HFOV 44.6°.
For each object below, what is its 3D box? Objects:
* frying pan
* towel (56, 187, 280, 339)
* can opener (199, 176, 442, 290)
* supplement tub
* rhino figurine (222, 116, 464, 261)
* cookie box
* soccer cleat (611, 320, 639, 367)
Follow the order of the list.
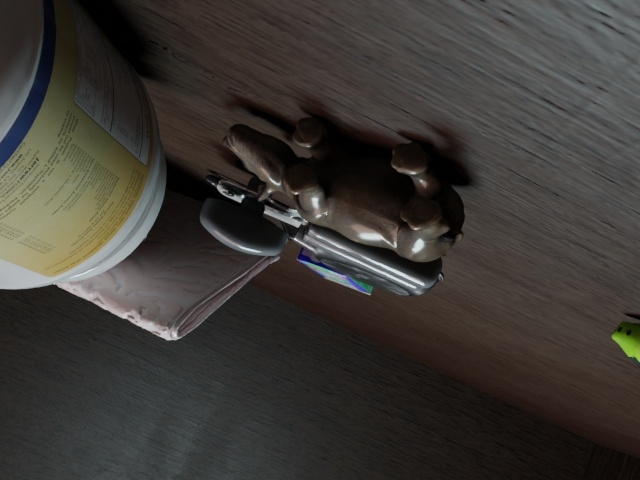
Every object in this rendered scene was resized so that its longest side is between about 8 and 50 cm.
[{"bbox_3d":[0.016,0.003,1.017,0.326,0.053,0.197,25,171,-28],"label":"frying pan"},{"bbox_3d":[-0.265,0.014,1.209,0.332,0.053,0.317,21,-150,21],"label":"towel"},{"bbox_3d":[0.001,-0.001,0.905,0.280,0.093,0.074,20,171,-6],"label":"can opener"},{"bbox_3d":[-0.252,-0.088,0.568,0.228,0.228,0.316,23,171,11],"label":"supplement tub"},{"bbox_3d":[0.009,-0.046,0.637,0.243,0.073,0.106,21,168,31],"label":"rhino figurine"},{"bbox_3d":[0.029,0.040,1.211,0.092,0.040,0.107,18,170,30],"label":"cookie box"},{"bbox_3d":[0.372,0.133,0.812,0.179,0.060,0.072,37,176,-30],"label":"soccer cleat"}]
